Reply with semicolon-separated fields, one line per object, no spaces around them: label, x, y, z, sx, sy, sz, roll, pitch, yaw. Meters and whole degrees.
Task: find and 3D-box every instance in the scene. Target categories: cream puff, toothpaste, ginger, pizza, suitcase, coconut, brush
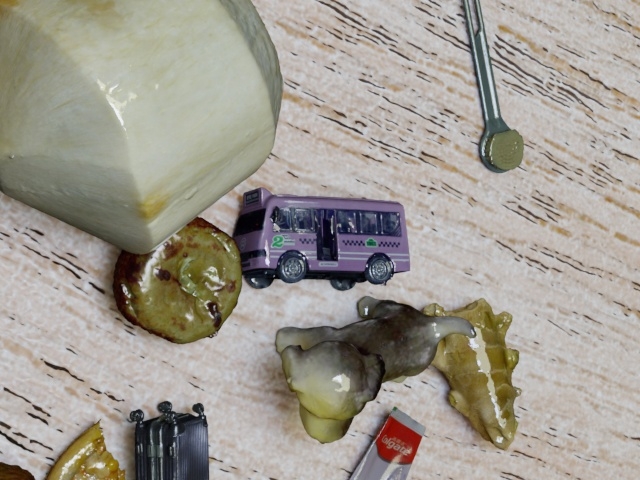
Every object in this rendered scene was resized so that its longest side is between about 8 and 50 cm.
cream puff;-0.156;0.041;1.372;0.149;0.084;0.149;-7;103;-30
toothpaste;0.045;0.340;1.488;0.075;0.048;0.301;31;72;-19
ginger;0.192;0.150;1.551;0.115;0.081;0.205;-42;100;-35
pizza;-0.239;0.289;1.345;0.131;0.041;0.178;36;73;-23
suitcase;-0.159;0.240;1.363;0.086;0.059;0.126;-3;92;-67
coconut;-0.201;-0.141;1.249;0.323;0.323;0.323;1;87;-27
brush;0.209;-0.216;1.602;0.062;0.027;0.266;-14;94;-27

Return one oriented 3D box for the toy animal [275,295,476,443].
toy animal;0.041;0.140;1.429;0.233;0.168;0.121;-21;96;-36

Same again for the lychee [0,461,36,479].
lychee;-0.325;0.277;1.264;0.146;0.114;0.114;7;84;-9

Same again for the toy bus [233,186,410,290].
toy bus;0.000;0.000;1.449;0.199;0.096;0.108;3;83;-29
